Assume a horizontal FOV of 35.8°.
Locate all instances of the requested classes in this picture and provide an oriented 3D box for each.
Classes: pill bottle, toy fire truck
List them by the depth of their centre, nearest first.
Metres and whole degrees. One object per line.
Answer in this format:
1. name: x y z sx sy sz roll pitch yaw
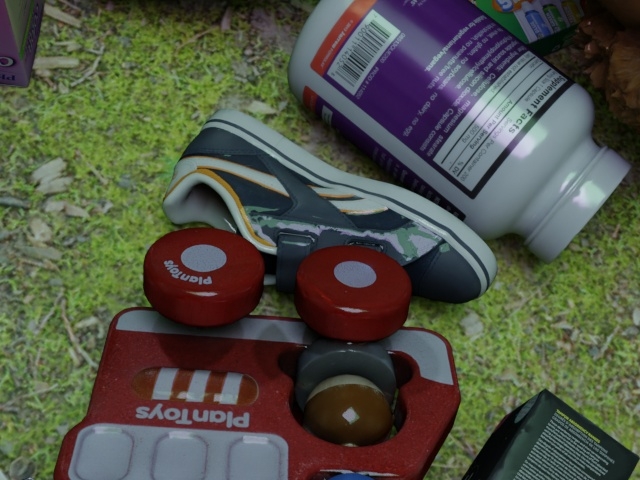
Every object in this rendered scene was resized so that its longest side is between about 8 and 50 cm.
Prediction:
1. toy fire truck: -0.038 0.133 0.791 0.302 0.169 0.254 6 35 -4
2. pill bottle: 0.136 -0.126 0.972 0.323 0.181 0.181 40 68 9

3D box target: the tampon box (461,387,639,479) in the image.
1. tampon box: 0.177 0.231 0.862 0.101 0.120 0.161 37 68 6

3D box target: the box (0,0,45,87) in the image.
1. box: -0.337 -0.305 0.948 0.117 0.243 0.214 5 68 -5

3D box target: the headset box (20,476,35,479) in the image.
1. headset box: -0.287 0.285 0.690 0.246 0.283 0.131 -17 71 -13

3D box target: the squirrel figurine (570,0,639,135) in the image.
1. squirrel figurine: 0.299 -0.260 0.935 0.280 0.370 0.397 -11 101 -14

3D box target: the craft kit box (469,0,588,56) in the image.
1. craft kit box: 0.209 -0.324 1.134 0.249 0.061 0.247 -25 70 -17

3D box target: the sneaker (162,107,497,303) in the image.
1. sneaker: 0.000 0.000 0.935 0.321 0.126 0.127 26 62 15
